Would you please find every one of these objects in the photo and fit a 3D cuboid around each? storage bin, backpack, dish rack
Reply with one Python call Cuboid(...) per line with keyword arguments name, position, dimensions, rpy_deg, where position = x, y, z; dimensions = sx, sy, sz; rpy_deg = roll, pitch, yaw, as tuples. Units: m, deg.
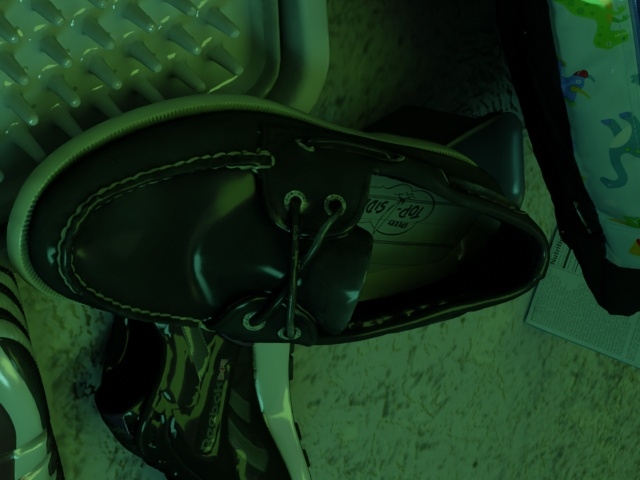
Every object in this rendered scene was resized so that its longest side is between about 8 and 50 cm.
Cuboid(name="storage bin", position=(0.062, -0.035, 0.999), dimensions=(0.135, 0.091, 0.098), rpy_deg=(-31, 127, -34))
Cuboid(name="backpack", position=(0.215, -0.165, 0.940), dimensions=(0.355, 0.273, 0.290), rpy_deg=(48, 37, -43))
Cuboid(name="dish rack", position=(-0.133, -0.149, 0.701), dimensions=(0.286, 0.072, 0.332), rpy_deg=(-28, 136, -24))

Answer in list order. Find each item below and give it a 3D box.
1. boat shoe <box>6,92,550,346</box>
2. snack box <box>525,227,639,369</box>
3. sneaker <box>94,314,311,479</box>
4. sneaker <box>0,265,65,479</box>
Cuboid(name="boat shoe", position=(-0.001, 0.004, 0.800), dimensions=(0.340, 0.113, 0.127), rpy_deg=(6, 112, -45))
Cuboid(name="snack box", position=(0.302, -0.052, 1.175), dimensions=(0.060, 0.187, 0.322), rpy_deg=(14, 96, -49))
Cuboid(name="sneaker", position=(-0.084, 0.116, 0.911), dimensions=(0.124, 0.107, 0.283), rpy_deg=(-17, 109, -37))
Cuboid(name="sneaker", position=(-0.221, 0.131, 0.785), dimensions=(0.163, 0.106, 0.281), rpy_deg=(-14, 136, -13))
